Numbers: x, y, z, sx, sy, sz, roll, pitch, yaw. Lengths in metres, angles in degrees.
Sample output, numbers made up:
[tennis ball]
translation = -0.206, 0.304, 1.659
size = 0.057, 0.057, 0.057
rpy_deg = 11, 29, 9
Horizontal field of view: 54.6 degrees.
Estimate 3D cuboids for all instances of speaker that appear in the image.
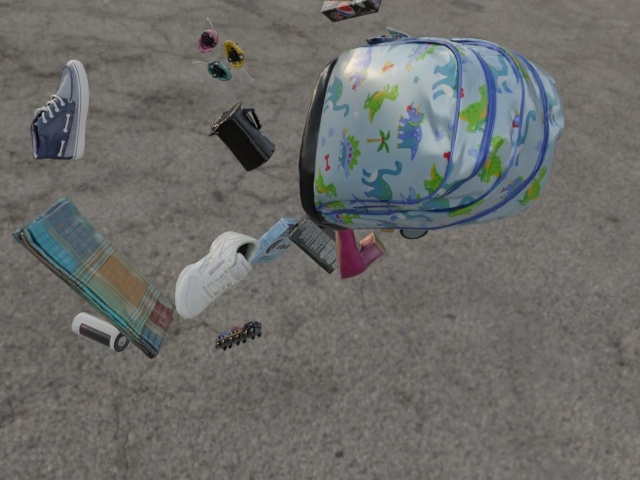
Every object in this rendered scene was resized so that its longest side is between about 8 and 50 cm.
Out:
[speaker]
translation = -0.515, 0.214, 1.456
size = 0.136, 0.055, 0.055
rpy_deg = 18, 37, 23

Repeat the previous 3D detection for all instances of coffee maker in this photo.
[coffee maker]
translation = -0.236, -0.296, 1.848
size = 0.120, 0.178, 0.171
rpy_deg = -6, 40, 53

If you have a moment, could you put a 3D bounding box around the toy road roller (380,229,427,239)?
[toy road roller]
translation = 0.229, -0.162, 1.929
size = 0.241, 0.329, 0.202
rpy_deg = 2, 51, -6

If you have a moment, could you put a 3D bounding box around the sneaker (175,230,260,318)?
[sneaker]
translation = -0.286, 0.090, 1.722
size = 0.152, 0.114, 0.305
rpy_deg = 5, 51, 43

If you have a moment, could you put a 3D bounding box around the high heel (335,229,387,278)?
[high heel]
translation = 0.021, -0.025, 1.258
size = 0.244, 0.117, 0.082
rpy_deg = 45, 19, -28

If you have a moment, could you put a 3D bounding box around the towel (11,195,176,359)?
[towel]
translation = -0.465, 0.071, 1.344
size = 0.370, 0.040, 0.271
rpy_deg = 47, 8, -16

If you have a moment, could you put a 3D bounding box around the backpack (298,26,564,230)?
[backpack]
translation = 0.134, -0.140, 0.829
size = 0.356, 0.290, 0.273
rpy_deg = 12, 0, 34

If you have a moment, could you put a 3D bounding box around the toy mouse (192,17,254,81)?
[toy mouse]
translation = -0.232, -0.418, 1.395
size = 0.143, 0.161, 0.031
rpy_deg = -6, 35, 38

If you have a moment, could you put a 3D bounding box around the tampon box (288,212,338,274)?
[tampon box]
translation = 0.000, 0.000, 1.796
size = 0.161, 0.101, 0.120
rpy_deg = 43, 7, -8

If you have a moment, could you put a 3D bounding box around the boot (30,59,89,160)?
[boot]
translation = -0.487, -0.240, 1.154
size = 0.069, 0.189, 0.086
rpy_deg = 23, 22, 40

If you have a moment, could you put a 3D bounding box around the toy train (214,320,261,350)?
[toy train]
translation = -0.163, 0.185, 1.216
size = 0.027, 0.158, 0.036
rpy_deg = 19, 59, -34

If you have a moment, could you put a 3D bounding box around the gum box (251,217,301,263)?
[gum box]
translation = -0.137, 0.002, 1.955
size = 0.041, 0.184, 0.157
rpy_deg = 55, 20, 15

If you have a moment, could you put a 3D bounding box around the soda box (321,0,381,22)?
[soda box]
translation = 0.083, -0.632, 1.655
size = 0.169, 0.060, 0.053
rpy_deg = 6, -15, 45
